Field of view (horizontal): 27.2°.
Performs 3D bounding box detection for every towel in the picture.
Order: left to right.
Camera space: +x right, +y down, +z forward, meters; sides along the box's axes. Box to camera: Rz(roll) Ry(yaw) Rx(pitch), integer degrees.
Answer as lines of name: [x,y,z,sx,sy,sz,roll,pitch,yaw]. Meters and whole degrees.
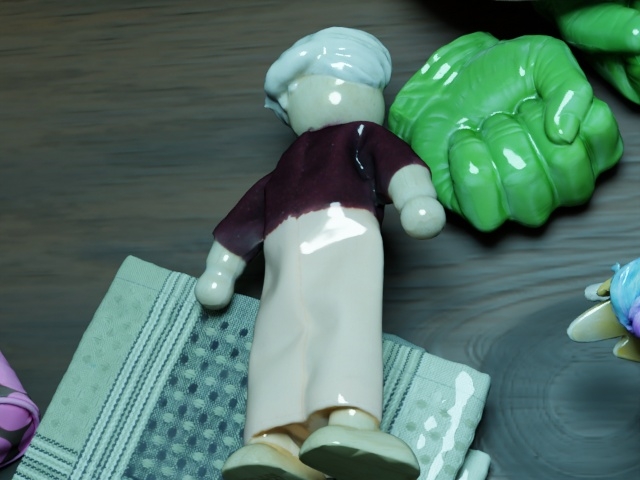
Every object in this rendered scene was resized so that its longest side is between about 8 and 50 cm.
towel: [-0.068,0.190,0.899,0.312,0.056,0.324,17,74,25]

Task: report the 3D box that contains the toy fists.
toy fists: [0.183,-0.125,0.941,0.279,0.096,0.142,-42,62,-8]

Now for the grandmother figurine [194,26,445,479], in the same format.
grandmother figurine: [0.000,0.000,0.883,0.207,0.104,0.342,-13,54,27]

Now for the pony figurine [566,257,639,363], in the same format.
pony figurine: [0.353,0.023,0.680,0.363,0.303,0.351,-23,24,-15]

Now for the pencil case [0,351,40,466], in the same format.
pencil case: [-0.299,0.085,0.984,0.098,0.095,0.209,-22,52,-36]
